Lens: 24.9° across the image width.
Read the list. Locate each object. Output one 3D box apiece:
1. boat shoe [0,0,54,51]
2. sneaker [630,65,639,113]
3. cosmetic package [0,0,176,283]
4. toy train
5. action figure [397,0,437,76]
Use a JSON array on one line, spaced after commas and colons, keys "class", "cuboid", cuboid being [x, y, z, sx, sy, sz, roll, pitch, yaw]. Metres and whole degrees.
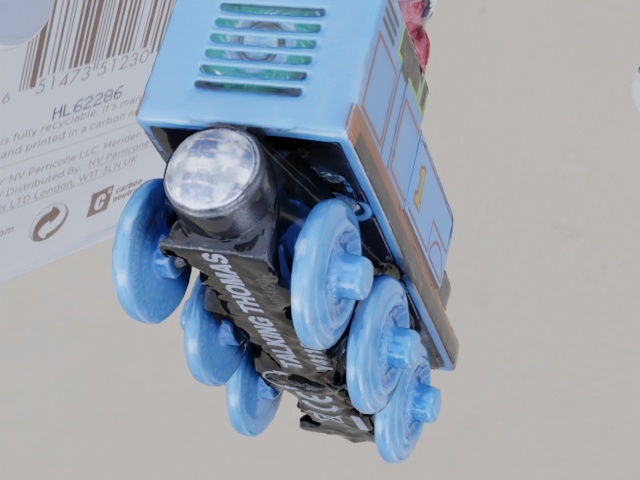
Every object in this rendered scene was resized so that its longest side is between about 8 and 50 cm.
[{"class": "boat shoe", "cuboid": [-0.202, -0.168, 0.590, 0.228, 0.076, 0.080, 50, 53, -25]}, {"class": "sneaker", "cuboid": [0.287, -0.044, 0.990, 0.094, 0.235, 0.153, -27, 65, -5]}, {"class": "cosmetic package", "cuboid": [-0.302, -0.210, 1.105, 0.394, 0.329, 0.327, 39, 130, 24]}, {"class": "toy train", "cuboid": [0.000, 0.000, 0.455, 0.080, 0.184, 0.105, 8, 66, 21]}, {"class": "action figure", "cuboid": [0.039, -0.227, 0.677, 0.248, 0.275, 0.370, -10, 123, -3]}]
